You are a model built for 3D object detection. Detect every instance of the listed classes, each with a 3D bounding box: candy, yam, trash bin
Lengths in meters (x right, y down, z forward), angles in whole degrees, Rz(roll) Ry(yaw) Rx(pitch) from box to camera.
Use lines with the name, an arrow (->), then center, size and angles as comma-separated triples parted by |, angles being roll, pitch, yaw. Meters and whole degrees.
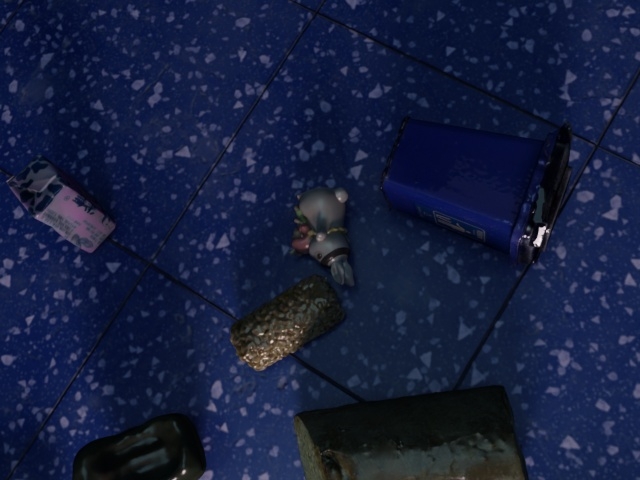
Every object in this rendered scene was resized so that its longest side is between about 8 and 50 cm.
candy -> -0.390, -0.055, 1.038 | 0.073, 0.160, 0.092 | -45, 67, -7
yam -> 0.114, 0.282, 0.871 | 0.305, 0.168, 0.168 | -10, 75, 5
trash bin -> 0.220, -0.086, 0.950 | 0.235, 0.162, 0.184 | 19, 79, 19

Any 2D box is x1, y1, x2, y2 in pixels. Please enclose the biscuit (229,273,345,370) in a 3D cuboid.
biscuit -> -0.048, 0.119, 0.985 | 0.169, 0.070, 0.082 | -31, 65, 3

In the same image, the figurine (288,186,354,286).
figurine -> 0.005, 0.001, 1.014 | 0.098, 0.081, 0.146 | -17, 74, 50

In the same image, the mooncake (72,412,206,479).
mooncake -> -0.245, 0.302, 0.920 | 0.168, 0.175, 0.104 | -32, 72, 45
